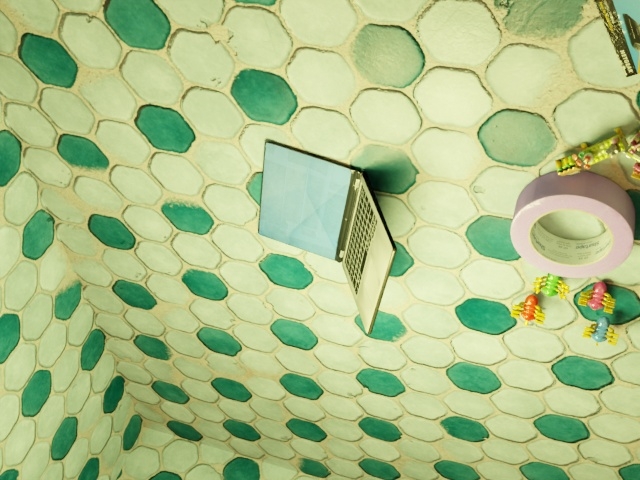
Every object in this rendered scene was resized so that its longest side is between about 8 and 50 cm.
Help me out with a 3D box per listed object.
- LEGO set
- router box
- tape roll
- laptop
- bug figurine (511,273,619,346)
[{"bbox_3d":[0.621,-0.160,1.590,0.287,0.107,0.132,16,122,32],"label":"LEGO set"},{"bbox_3d":[0.602,-0.402,1.409,0.133,0.046,0.179,-14,128,37],"label":"router box"},{"bbox_3d":[0.592,-0.035,1.797,0.274,0.090,0.275,13,140,11],"label":"tape roll"},{"bbox_3d":[0.000,0.000,2.026,0.236,0.408,0.382,-8,143,-14],"label":"laptop"},{"bbox_3d":[0.657,0.174,2.014,0.278,0.072,0.216,17,135,15],"label":"bug figurine"}]
